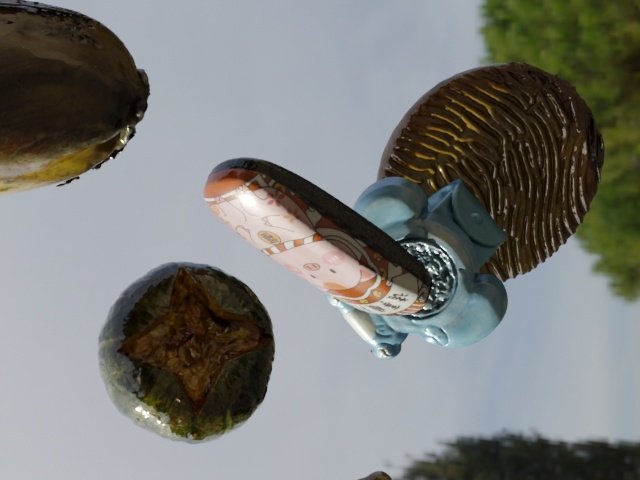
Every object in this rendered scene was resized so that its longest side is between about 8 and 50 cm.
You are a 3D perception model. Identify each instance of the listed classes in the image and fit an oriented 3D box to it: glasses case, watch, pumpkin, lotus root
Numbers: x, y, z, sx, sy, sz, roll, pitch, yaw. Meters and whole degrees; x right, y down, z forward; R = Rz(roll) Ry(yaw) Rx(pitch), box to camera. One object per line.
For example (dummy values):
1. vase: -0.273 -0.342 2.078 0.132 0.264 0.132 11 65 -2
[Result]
1. glasses case: 0.000 0.000 1.420 0.267 0.103 0.067 34 -116 -26
2. watch: 0.112 0.023 1.610 0.193 0.211 0.210 -53 -36 -73
3. pumpkin: -0.173 0.145 1.814 0.159 0.238 0.238 116 170 -65
4. lotus root: -0.353 -0.124 1.296 0.196 0.398 0.179 114 147 -45

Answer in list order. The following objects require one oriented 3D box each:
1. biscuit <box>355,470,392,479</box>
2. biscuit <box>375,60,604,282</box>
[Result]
1. biscuit: -0.014 0.443 1.844 0.044 0.325 0.217 85 162 -55
2. biscuit: 0.221 -0.078 1.822 0.040 0.318 0.317 -123 25 -59
